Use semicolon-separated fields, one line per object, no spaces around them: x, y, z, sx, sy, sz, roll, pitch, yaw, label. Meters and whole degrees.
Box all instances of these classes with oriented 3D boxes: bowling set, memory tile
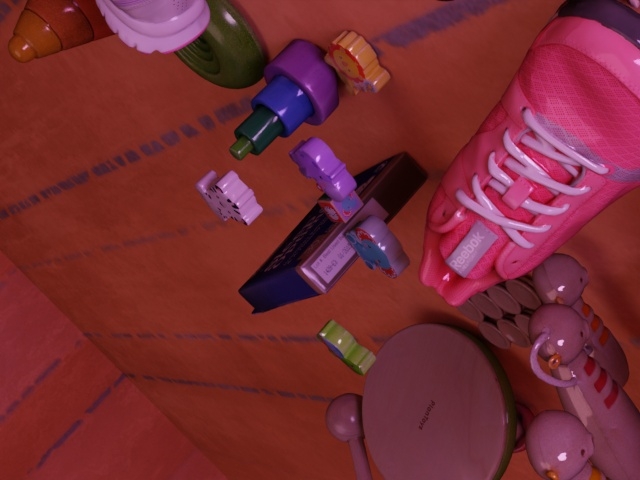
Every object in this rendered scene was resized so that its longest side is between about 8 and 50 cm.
0.243;0.081;0.885;0.154;0.199;0.287;58;-161;-25;bowling set
0.156;0.051;1.159;0.113;0.012;0.148;45;160;-7;memory tile

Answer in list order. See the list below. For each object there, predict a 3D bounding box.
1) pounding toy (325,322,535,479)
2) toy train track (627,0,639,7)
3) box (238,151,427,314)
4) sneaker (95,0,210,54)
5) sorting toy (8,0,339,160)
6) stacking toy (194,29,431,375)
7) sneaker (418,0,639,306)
0.128;0.186;1.335;0.237;0.110;0.183;-42;61;37;pounding toy
0.195;-0.125;0.706;0.083;0.014;0.048;21;152;47;toy train track
0.000;0.000;1.165;0.036;0.136;0.225;44;161;-7;box
-0.181;-0.266;1.036;0.252;0.103;0.111;39;151;9;sneaker
-0.149;-0.158;1.143;0.365;0.126;0.127;30;157;34;sorting toy
0.027;-0.024;1.017;0.221;0.167;0.052;53;159;-24;stacking toy
0.138;-0.033;0.827;0.116;0.136;0.314;39;160;7;sneaker
